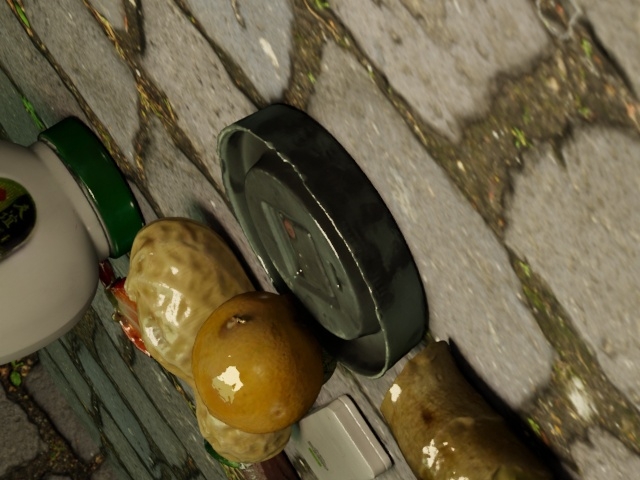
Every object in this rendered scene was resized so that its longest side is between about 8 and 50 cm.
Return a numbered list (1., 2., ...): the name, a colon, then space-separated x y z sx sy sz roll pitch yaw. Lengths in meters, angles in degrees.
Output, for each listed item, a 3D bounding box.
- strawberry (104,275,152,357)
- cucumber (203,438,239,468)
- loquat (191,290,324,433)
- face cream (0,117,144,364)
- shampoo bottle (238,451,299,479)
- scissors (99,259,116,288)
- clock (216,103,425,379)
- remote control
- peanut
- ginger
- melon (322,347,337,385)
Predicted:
1. strawberry: -0.232 0.111 2.293 0.187 0.082 0.146 39 161 31
2. cucumber: -0.158 0.330 2.533 0.155 0.037 0.037 17 137 63
3. loquat: -0.065 0.121 1.596 0.141 0.141 0.141 49 161 24
4. face cream: -0.444 0.005 2.210 0.312 0.357 0.219 53 161 14
5. shampoo bottle: -0.055 0.359 2.263 0.236 0.067 0.068 62 172 -16
6. scissors: -0.360 -0.010 2.532 0.144 0.017 0.247 53 160 11
7. clock: 0.000 0.000 1.522 0.280 0.055 0.280 49 160 25
8. remote control: 0.018 0.246 1.923 0.103 0.034 0.250 56 162 4
9. peanut: -0.126 0.122 1.906 0.325 0.153 0.140 69 165 -12
10. ginger: 0.150 0.216 1.413 0.109 0.116 0.263 -47 65 30
11. melon: -0.037 0.113 1.744 0.162 0.099 0.099 26 144 61
